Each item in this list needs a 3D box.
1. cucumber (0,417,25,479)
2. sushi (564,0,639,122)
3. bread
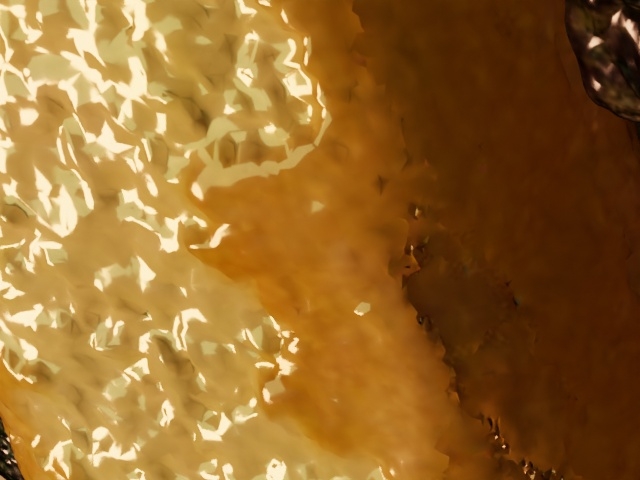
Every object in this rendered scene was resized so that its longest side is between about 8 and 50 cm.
[{"bbox_3d":[-0.168,0.114,0.958,0.241,0.074,0.074,31,139,32],"label":"cucumber"},{"bbox_3d":[0.119,-0.120,0.329,0.127,0.124,0.225,18,125,44],"label":"sushi"},{"bbox_3d":[0.000,0.000,0.525,0.236,0.165,0.375,-9,116,23],"label":"bread"}]
